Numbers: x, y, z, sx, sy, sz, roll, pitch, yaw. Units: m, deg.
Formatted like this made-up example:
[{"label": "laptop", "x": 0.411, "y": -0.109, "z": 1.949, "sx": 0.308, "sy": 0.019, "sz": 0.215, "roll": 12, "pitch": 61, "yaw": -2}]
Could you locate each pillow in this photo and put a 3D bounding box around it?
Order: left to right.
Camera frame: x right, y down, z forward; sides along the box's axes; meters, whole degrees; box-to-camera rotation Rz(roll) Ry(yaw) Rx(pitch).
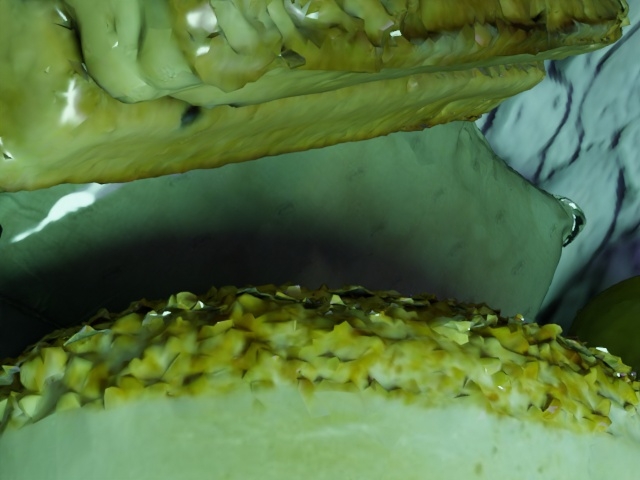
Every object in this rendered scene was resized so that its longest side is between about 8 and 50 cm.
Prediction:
[{"label": "pillow", "x": 0.000, "y": 0.000, "z": 0.725, "sx": 0.302, "sy": 0.075, "sz": 0.185, "roll": 39, "pitch": 77, "yaw": -43}]

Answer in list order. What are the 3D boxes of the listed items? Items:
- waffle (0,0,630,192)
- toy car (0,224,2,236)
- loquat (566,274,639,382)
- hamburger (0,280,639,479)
[{"label": "waffle", "x": -0.015, "y": -0.137, "z": 0.550, "sx": 0.308, "sy": 0.091, "sz": 0.213, "roll": -12, "pitch": 81, "yaw": -60}, {"label": "toy car", "x": -0.182, "y": 0.001, "z": 0.537, "sx": 0.171, "sy": 0.070, "sz": 0.080, "roll": 29, "pitch": 81, "yaw": -49}, {"label": "loquat", "x": 0.188, "y": 0.118, "z": 0.872, "sx": 0.213, "sy": 0.213, "sz": 0.213, "roll": -17, "pitch": 114, "yaw": -42}, {"label": "hamburger", "x": -0.002, "y": 0.121, "z": 0.618, "sx": 0.294, "sy": 0.276, "sz": 0.179, "roll": 16, "pitch": 57, "yaw": -16}]
